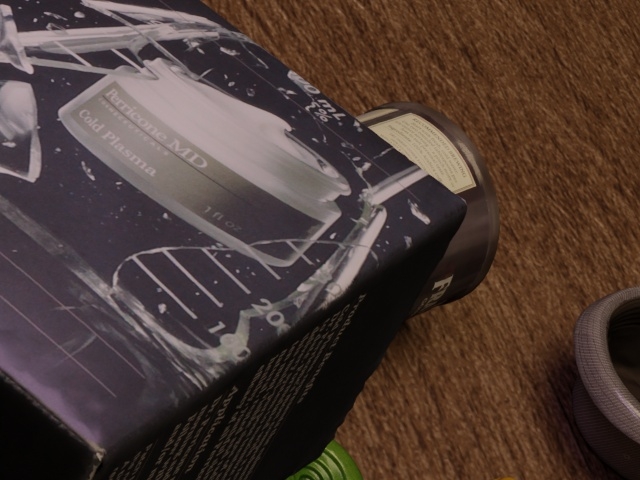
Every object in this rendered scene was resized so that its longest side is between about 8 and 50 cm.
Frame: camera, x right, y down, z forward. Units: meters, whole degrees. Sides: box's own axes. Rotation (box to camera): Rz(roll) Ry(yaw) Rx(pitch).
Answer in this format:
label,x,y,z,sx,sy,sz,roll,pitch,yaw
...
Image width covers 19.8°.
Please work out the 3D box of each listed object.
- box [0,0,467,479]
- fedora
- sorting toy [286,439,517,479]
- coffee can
label,x,y,z,sx,sy,sz,roll,pitch,yaw
box,-0.239,0.007,1.258,0.480,0.297,0.472,38,31,13
fedora,0.362,0.170,1.822,0.275,0.124,0.243,20,42,-7
sorting toy,0.030,0.197,1.576,0.365,0.126,0.127,24,44,-16
coffee can,0.000,0.000,1.669,0.275,0.201,0.201,-21,68,-43
